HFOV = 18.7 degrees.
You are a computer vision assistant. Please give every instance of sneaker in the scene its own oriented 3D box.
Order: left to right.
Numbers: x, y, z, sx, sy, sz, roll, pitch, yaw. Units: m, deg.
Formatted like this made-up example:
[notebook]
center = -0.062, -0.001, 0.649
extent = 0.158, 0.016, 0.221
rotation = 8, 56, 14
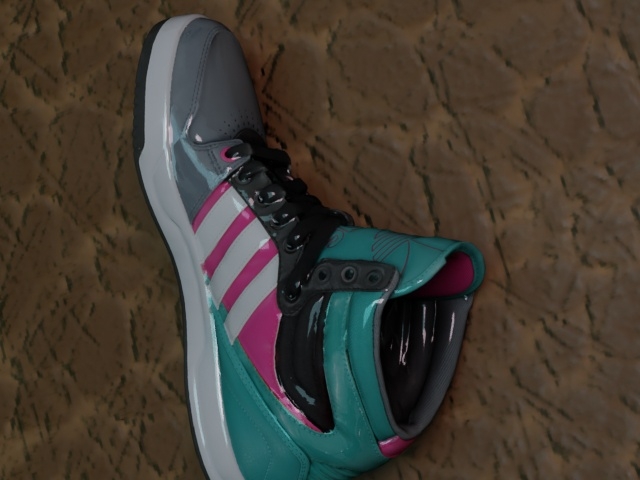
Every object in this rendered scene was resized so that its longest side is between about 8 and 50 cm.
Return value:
[sneaker]
center = 0.000, 0.000, 1.116
extent = 0.178, 0.124, 0.295
rotation = -12, 89, 29
